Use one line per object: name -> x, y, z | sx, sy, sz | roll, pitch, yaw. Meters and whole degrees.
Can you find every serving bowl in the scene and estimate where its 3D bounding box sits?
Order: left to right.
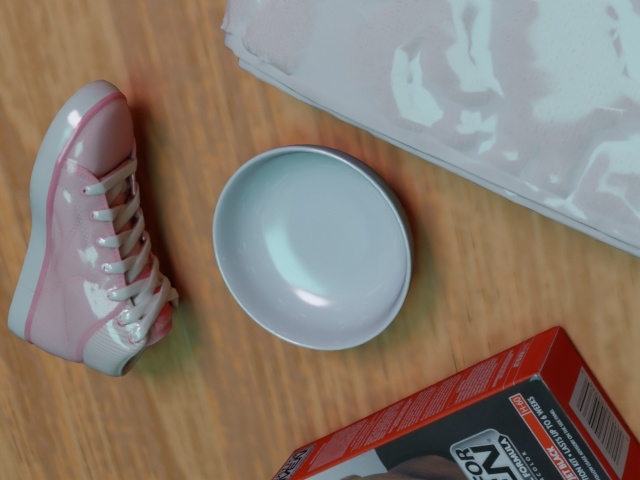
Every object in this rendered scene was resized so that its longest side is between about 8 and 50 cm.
serving bowl -> 0.000, 0.000, 0.397 | 0.083, 0.027, 0.083 | 9, 114, 21

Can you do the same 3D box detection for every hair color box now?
hair color box -> 0.051, 0.098, 0.404 | 0.141, 0.043, 0.072 | -32, 96, 32

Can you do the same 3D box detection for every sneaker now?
sneaker -> -0.085, 0.002, 0.425 | 0.070, 0.051, 0.134 | 28, 122, 10

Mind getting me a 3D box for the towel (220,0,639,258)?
towel -> 0.149, -0.141, 0.260 | 0.316, 0.053, 0.332 | 26, 118, 12
